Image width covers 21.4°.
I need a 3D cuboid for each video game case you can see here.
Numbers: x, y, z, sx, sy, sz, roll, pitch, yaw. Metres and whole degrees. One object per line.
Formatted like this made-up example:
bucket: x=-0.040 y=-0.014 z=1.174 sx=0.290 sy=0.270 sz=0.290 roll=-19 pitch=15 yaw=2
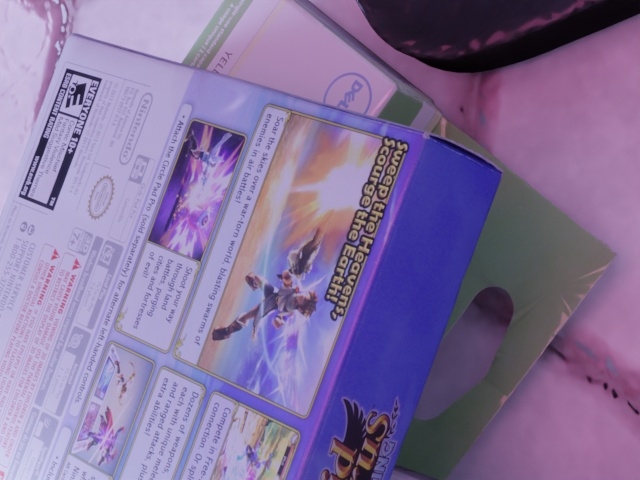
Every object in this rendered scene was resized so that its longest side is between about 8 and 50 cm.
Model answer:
video game case: x=-0.068 y=0.059 z=0.757 sx=0.244 sy=0.061 sz=0.269 roll=20 pitch=89 yaw=44

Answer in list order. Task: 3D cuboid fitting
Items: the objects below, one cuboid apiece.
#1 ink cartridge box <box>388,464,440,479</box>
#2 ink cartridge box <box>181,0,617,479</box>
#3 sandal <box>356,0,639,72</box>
ink cartridge box: x=0.084 y=0.181 z=0.712 sx=0.175 sy=0.072 sz=0.127 roll=18 pitch=87 yaw=20
ink cartridge box: x=0.000 y=0.000 z=0.812 sx=0.235 sy=0.056 sz=0.171 roll=43 pitch=102 yaw=35
sandal: x=0.196 y=-0.203 z=0.714 sx=0.446 sy=0.107 sz=0.167 roll=-28 pitch=69 yaw=23
